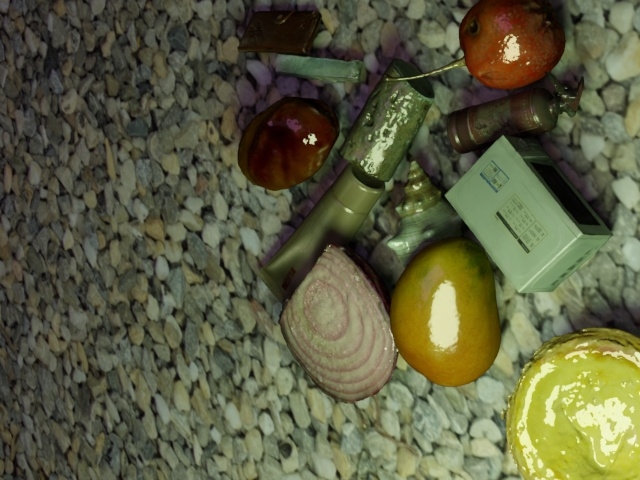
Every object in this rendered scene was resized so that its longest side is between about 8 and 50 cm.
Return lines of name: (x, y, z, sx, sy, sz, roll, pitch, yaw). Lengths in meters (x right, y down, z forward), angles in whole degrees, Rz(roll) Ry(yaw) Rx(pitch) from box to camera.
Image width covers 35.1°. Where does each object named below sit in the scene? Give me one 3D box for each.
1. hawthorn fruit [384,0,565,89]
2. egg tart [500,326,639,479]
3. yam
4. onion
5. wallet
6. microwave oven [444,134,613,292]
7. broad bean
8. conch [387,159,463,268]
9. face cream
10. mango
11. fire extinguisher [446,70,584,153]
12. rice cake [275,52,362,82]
hawthorn fruit: (0.245, -0.291, 1.613, 0.285, 0.165, 0.165, -27, 72, 24)
egg tart: (0.428, 0.273, 1.487, 0.315, 0.120, 0.315, 2, 94, 33)
yam: (0.122, -0.211, 1.760, 0.107, 0.107, 0.194, 42, 114, 32)
onion: (0.063, 0.152, 1.802, 0.247, 0.111, 0.250, 51, 125, 19)
wallet: (-0.081, -0.406, 1.963, 0.176, 0.026, 0.095, 11, 74, 40)
microwave oven: (0.324, -0.040, 1.581, 0.162, 0.122, 0.208, -48, 61, 29)
broad bean: (-0.062, -0.183, 1.903, 0.228, 0.122, 0.156, -35, 94, 40)
conch: (0.180, -0.016, 1.689, 0.114, 0.137, 0.233, -24, 68, 54)
face cream: (0.000, 0.000, 1.882, 0.137, 0.084, 0.341, 49, 126, 18)
mango: (0.199, 0.117, 1.639, 0.176, 0.139, 0.254, -10, 109, 2)
fire extinguisher: (0.314, -0.201, 1.600, 0.252, 0.106, 0.075, -12, 77, 39)
rice cake: (-0.004, -0.325, 1.910, 0.211, 0.034, 0.043, 14, 90, 39)
